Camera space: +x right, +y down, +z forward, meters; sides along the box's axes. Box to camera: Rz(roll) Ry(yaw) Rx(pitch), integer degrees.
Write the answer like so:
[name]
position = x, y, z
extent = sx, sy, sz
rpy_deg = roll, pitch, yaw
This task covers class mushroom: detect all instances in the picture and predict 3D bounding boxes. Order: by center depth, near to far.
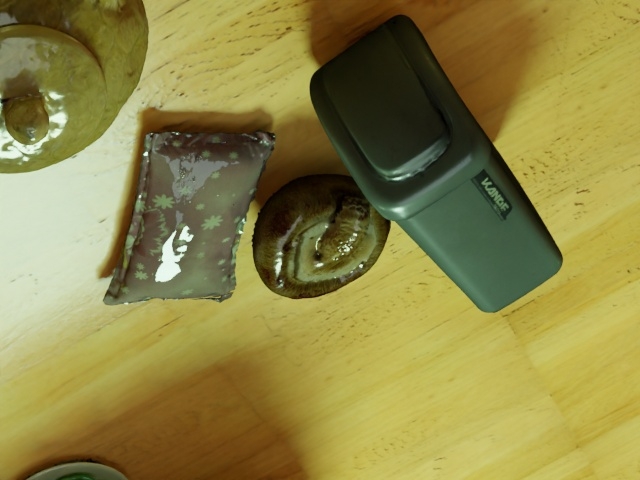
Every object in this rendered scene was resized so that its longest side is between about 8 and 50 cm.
[mushroom]
position = 0.000, 0.000, 1.378
extent = 0.127, 0.087, 0.127
rpy_deg = -18, 132, -20

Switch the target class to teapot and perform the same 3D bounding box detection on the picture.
[teapot]
position = -0.222, -0.112, 1.134
extent = 0.203, 0.167, 0.311
rpy_deg = 27, 117, -38

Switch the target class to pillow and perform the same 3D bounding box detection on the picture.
[pillow]
position = -0.107, -0.013, 1.357
extent = 0.118, 0.043, 0.185
rpy_deg = 0, 130, -22

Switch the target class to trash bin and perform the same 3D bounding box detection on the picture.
[trash bin]
position = 0.089, -0.064, 1.303
extent = 0.101, 0.176, 0.236
rpy_deg = -35, 137, 8

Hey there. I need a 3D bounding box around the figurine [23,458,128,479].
[figurine]
position = -0.222, 0.296, 1.510
extent = 0.132, 0.153, 0.132
rpy_deg = -11, 133, -12
